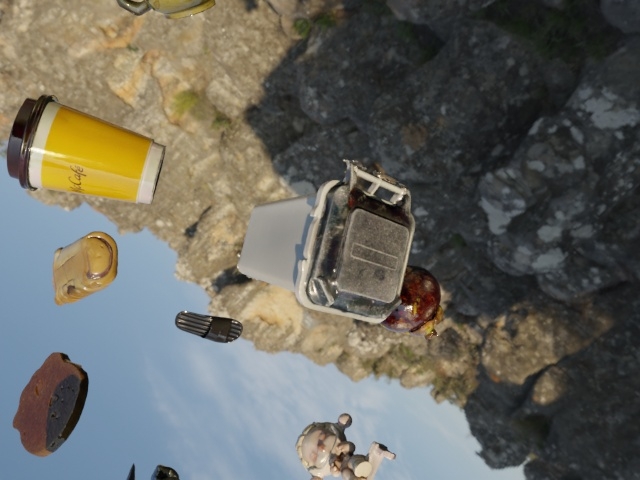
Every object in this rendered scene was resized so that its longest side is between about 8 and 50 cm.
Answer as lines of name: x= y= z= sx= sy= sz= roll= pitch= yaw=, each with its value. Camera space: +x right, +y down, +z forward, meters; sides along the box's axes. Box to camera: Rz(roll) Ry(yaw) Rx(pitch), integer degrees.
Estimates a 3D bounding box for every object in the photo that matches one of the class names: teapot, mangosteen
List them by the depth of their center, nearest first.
teapot: x=-0.324 y=-0.580 z=1.160 sx=0.173 sy=0.269 sz=0.182 roll=-97 pitch=-7 yaw=-53
mangosteen: x=0.237 y=0.175 z=1.435 sx=0.217 sy=0.192 sz=0.192 roll=59 pitch=178 yaw=-17

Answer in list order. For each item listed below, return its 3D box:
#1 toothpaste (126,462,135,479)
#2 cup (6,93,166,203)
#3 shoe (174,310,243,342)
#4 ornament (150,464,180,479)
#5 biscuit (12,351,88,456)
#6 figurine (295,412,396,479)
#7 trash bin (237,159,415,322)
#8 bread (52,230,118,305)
toothpaste: x=-0.388 y=0.488 z=1.109 sx=0.019 sy=0.027 sz=0.083 roll=7 pitch=-171 yaw=-12
cup: x=-0.466 y=-0.169 z=1.096 sx=0.280 sy=0.196 sz=0.196 roll=15 pitch=-169 yaw=-16
shoe: x=-0.263 y=0.202 z=1.264 sx=0.159 sy=0.062 sz=0.053 roll=14 pitch=173 yaw=-3
ornament: x=-0.356 y=0.693 z=1.490 sx=0.236 sy=0.202 sz=0.080 roll=17 pitch=-148 yaw=-19
biscuit: x=-0.796 y=0.485 z=1.609 sx=0.257 sy=0.273 sz=0.049 roll=23 pitch=168 yaw=35
figurine: x=0.041 y=0.526 z=1.349 sx=0.257 sy=0.181 sz=0.144 roll=16 pitch=-176 yaw=43
trash bin: x=0.000 y=0.000 z=1.183 sx=0.256 sy=0.296 sz=0.368 roll=16 pitch=173 yaw=-36
bread: x=-0.534 y=0.065 z=1.225 sx=0.081 sy=0.225 sz=0.134 roll=5 pitch=-108 yaw=-48
